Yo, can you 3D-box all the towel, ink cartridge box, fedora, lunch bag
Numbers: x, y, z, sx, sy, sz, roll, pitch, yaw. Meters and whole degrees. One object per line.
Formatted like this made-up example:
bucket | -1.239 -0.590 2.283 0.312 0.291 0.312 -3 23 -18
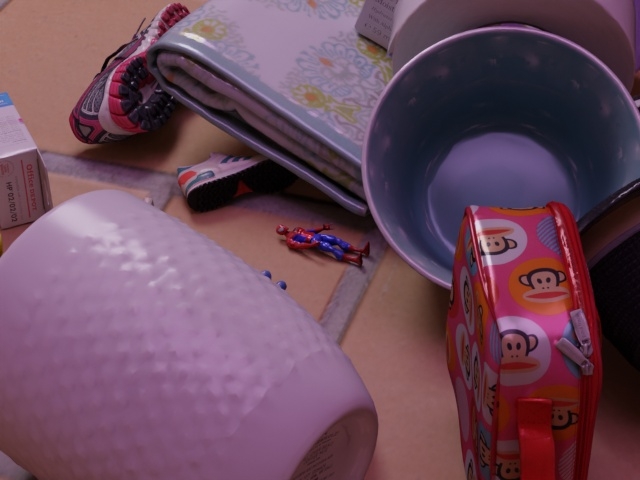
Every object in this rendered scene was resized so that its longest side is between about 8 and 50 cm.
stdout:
towel | 0.013 -0.206 1.930 0.374 0.090 0.320 35 43 11
ink cartridge box | -0.382 -0.089 1.851 0.062 0.104 0.181 -16 39 -19
fedora | 0.389 0.048 1.529 0.334 0.334 0.152 -14 56 -17
lunch bag | 0.186 0.136 1.386 0.120 0.293 0.258 -3 41 0

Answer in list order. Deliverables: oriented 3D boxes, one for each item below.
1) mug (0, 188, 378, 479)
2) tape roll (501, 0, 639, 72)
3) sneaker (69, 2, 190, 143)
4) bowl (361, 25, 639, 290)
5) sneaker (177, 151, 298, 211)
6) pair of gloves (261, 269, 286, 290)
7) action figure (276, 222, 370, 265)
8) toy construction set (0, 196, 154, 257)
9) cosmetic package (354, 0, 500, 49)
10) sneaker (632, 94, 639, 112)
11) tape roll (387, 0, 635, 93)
mug | -0.100 0.143 1.438 0.328 0.276 0.374 29 16 26
tape roll | 0.356 -0.346 2.037 0.275 0.274 0.090 25 44 30
sneaker | -0.238 -0.227 2.032 0.112 0.121 0.299 -18 19 30
bowl | 0.204 -0.066 1.703 0.312 0.163 0.311 -1 74 4
sneaker | -0.103 -0.091 1.888 0.161 0.057 0.075 -19 46 -18
pair of gloves | -0.143 0.066 1.709 0.198 0.023 0.159 22 42 26
action figure | 0.000 0.000 1.791 0.115 0.030 0.038 13 44 20
toy construction set | -0.331 0.045 1.652 0.328 0.151 0.215 -3 35 15
cosmetic package | 0.163 -0.328 1.915 0.151 0.183 0.151 32 44 10
sneaker | 0.392 -0.128 1.873 0.146 0.122 0.330 19 41 21
tape roll | 0.226 -0.230 1.780 0.286 0.286 0.100 5 49 8
